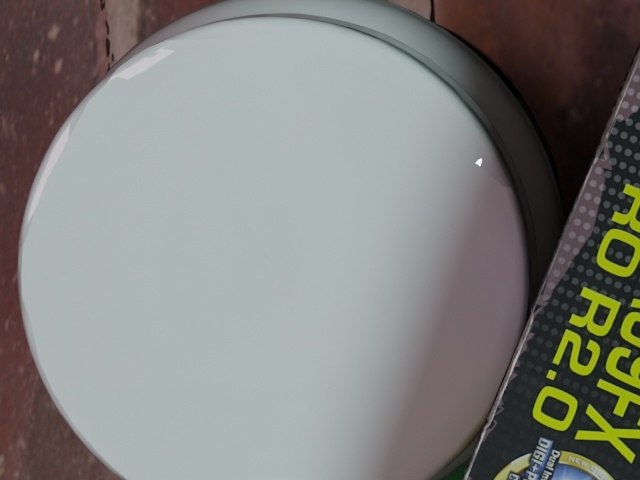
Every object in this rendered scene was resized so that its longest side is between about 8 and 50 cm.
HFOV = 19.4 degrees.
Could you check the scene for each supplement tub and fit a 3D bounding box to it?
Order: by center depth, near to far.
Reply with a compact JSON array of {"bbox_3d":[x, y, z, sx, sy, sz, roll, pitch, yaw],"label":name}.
[{"bbox_3d":[0.000,0.000,0.730,0.191,0.272,0.191,1,95,7],"label":"supplement tub"}]

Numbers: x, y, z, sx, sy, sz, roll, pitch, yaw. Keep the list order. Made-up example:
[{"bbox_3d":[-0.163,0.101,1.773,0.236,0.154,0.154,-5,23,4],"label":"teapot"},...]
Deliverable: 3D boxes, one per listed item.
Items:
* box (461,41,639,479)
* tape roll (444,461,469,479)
[{"bbox_3d":[0.128,-0.009,0.626,0.060,0.270,0.216,23,103,12],"label":"box"},{"bbox_3d":[0.042,0.242,0.749,0.321,0.077,0.321,-30,45,35],"label":"tape roll"}]
